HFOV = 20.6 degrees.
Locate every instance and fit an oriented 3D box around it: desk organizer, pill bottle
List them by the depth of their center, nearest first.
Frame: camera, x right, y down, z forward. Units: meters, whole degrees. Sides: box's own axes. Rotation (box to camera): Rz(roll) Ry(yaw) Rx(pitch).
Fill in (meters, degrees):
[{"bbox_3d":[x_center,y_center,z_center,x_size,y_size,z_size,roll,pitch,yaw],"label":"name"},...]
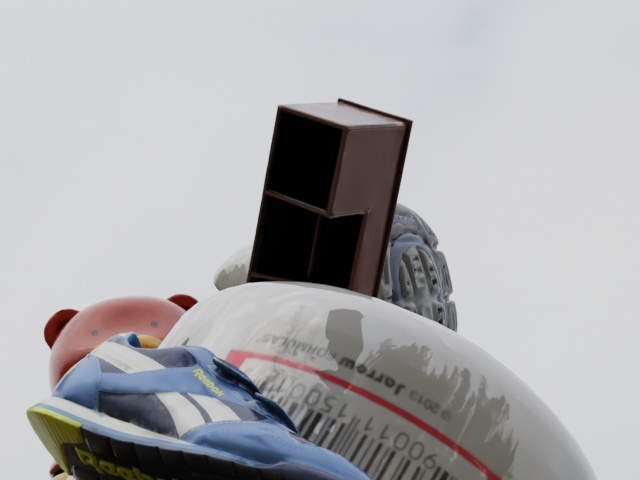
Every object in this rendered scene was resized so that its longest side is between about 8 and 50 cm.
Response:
[{"bbox_3d":[-0.058,0.231,0.710,0.229,0.407,0.229,22,-35,16],"label":"pill bottle"},{"bbox_3d":[0.000,0.000,0.848,0.047,0.050,0.130,21,-72,35],"label":"desk organizer"}]

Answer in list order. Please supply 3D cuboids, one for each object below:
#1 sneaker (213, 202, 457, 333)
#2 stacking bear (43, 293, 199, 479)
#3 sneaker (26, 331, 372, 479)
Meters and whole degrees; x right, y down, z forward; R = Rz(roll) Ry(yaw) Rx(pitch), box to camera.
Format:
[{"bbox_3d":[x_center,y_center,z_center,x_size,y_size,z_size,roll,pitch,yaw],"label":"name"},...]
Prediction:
[{"bbox_3d":[0.019,0.127,0.993,0.129,0.111,0.297,-7,-87,30],"label":"sneaker"},{"bbox_3d":[-0.109,0.174,1.118,0.175,0.289,0.164,-8,-17,-1],"label":"stacking bear"},{"bbox_3d":[-0.036,0.068,0.630,0.144,0.059,0.053,17,-40,28],"label":"sneaker"}]
